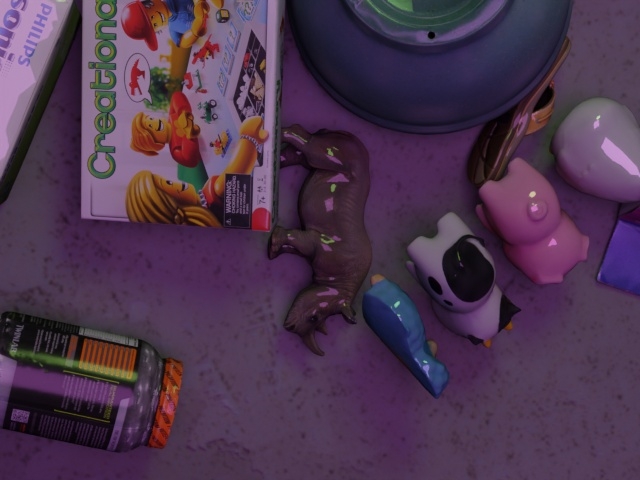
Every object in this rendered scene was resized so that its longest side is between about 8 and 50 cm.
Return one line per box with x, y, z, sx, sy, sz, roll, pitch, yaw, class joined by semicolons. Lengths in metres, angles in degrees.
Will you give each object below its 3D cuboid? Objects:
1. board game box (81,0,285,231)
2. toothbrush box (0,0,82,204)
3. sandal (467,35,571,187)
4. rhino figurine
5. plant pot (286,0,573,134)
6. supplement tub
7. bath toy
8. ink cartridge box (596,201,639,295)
-0.134;-0.167;1.519;0.193;0.053;0.305;3;102;8;board game box
-0.314;-0.143;1.437;0.122;0.283;0.206;23;92;-10;toothbrush box
0.213;-0.131;1.625;0.049;0.072;0.180;25;92;-25;sandal
0.000;0.000;1.601;0.106;0.073;0.243;-2;97;-5;rhino figurine
0.104;-0.256;1.497;0.293;0.196;0.293;0;88;4;plant pot
-0.239;0.145;1.556;0.190;0.117;0.117;14;93;-9;supplement tub
0.209;0.003;1.596;0.348;0.151;0.129;-41;72;-5;bath toy
0.501;-0.059;1.671;0.324;0.071;0.330;18;91;-10;ink cartridge box
